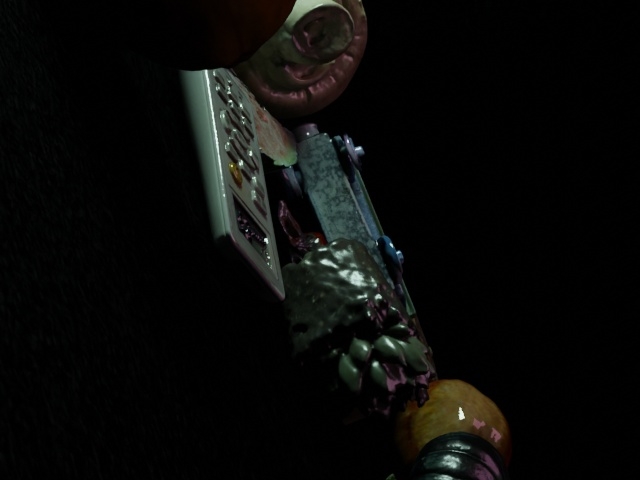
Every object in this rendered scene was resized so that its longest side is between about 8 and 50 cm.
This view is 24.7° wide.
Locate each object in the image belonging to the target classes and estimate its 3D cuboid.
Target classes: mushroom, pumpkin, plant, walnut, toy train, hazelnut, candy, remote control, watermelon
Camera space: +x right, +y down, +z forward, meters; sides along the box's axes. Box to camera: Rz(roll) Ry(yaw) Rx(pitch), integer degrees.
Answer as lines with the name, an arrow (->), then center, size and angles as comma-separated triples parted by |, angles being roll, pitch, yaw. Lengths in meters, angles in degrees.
mushroom -> -0.040, -0.267, 1.731 | 0.260, 0.253, 0.234 | 12, 6, -39
pumpkin -> 0.164, 0.326, 1.760 | 0.194, 0.150, 0.194 | 56, 19, -30
plant -> 0.033, 0.103, 1.523 | 0.194, 0.132, 0.129 | 64, 7, 29
walnut -> -0.134, -0.292, 1.186 | 0.336, 0.209, 0.209 | 56, 10, -28
toy train -> 0.028, -0.010, 2.032 | 0.202, 0.131, 0.299 | 74, -5, -71
hazelnut -> 0.177, 0.292, 2.043 | 0.182, 0.182, 0.182 | -23, 90, -85
candy -> 0.000, 0.049, 1.800 | 0.292, 0.059, 0.086 | 58, 12, -55
remote control -> -0.097, -0.077, 1.426 | 0.109, 0.055, 0.313 | 53, 18, -45
watermelon -> -0.093, -0.127, 1.615 | 0.139, 0.071, 0.187 | 60, 14, -2

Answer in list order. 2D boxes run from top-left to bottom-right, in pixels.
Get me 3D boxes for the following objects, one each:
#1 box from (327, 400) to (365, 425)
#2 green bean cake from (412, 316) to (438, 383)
box -> 0.020, 0.155, 1.662 | 0.079, 0.035, 0.083 | 59, 10, -54
green bean cake -> 0.106, 0.143, 2.251 | 0.232, 0.097, 0.198 | -89, 157, -77
